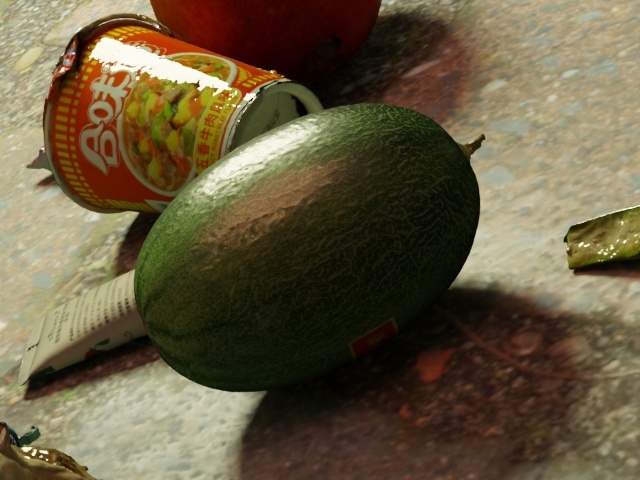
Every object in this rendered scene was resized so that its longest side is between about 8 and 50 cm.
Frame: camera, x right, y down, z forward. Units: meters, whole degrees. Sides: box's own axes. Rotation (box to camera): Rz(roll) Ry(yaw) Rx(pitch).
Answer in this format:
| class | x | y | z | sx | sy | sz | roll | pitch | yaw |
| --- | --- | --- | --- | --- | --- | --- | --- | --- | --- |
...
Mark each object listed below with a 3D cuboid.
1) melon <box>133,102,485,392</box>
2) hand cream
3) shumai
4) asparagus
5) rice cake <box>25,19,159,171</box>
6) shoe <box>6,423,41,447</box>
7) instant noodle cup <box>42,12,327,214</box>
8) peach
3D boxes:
| class | x | y | z | sx | sy | sz | roll | pitch | yaw |
| --- | --- | --- | --- | --- | --- | --- | --- | --- | --- |
| melon | 0.000 | 0.000 | 1.255 | 0.288 | 0.182 | 0.182 | -29 | 29 | -1 |
| hand cream | -0.133 | 0.045 | 1.428 | 0.276 | 0.059 | 0.095 | -23 | 30 | 18 |
| shumai | -0.222 | 0.181 | 1.215 | 0.146 | 0.116 | 0.145 | -21 | 28 | 12 |
| asparagus | 0.253 | -0.014 | 1.211 | 0.178 | 0.041 | 0.045 | -14 | 24 | 24 |
| rice cake | -0.215 | -0.166 | 1.827 | 0.081 | 0.051 | 0.290 | -2 | 38 | 37 |
| shoe | -0.289 | 0.177 | 1.331 | 0.143 | 0.064 | 0.071 | -15 | 32 | 15 |
| instant noodle cup | -0.110 | -0.096 | 1.515 | 0.212 | 0.193 | 0.193 | 16 | 50 | 41 |
| peach | -0.054 | -0.260 | 1.663 | 0.281 | 0.238 | 0.281 | -22 | 62 | 48 |
